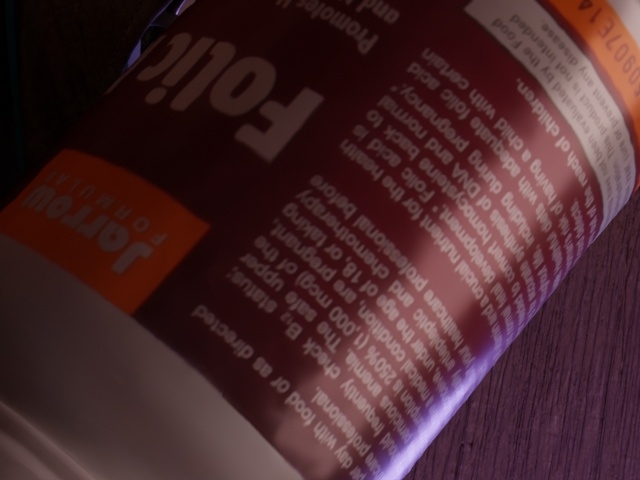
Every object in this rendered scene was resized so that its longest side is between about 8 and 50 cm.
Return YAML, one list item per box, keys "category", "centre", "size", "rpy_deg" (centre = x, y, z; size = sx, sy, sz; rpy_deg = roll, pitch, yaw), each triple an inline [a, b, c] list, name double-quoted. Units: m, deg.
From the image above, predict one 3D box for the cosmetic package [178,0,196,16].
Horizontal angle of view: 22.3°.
- category: "cosmetic package"
  centre: [-0.083, -0.049, 1.159]
  size: [0.284, 0.097, 0.377]
  rpy_deg: [47, 52, -76]

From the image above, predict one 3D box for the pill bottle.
- category: "pill bottle"
  centre: [-0.028, 0.016, 0.757]
  size: [0.392, 0.224, 0.224]
  rpy_deg: [-49, 159, -18]

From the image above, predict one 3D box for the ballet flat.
- category: "ballet flat"
  centre: [-0.113, -0.009, 0.902]
  size: [0.116, 0.124, 0.342]
  rpy_deg: [-58, 155, -72]
